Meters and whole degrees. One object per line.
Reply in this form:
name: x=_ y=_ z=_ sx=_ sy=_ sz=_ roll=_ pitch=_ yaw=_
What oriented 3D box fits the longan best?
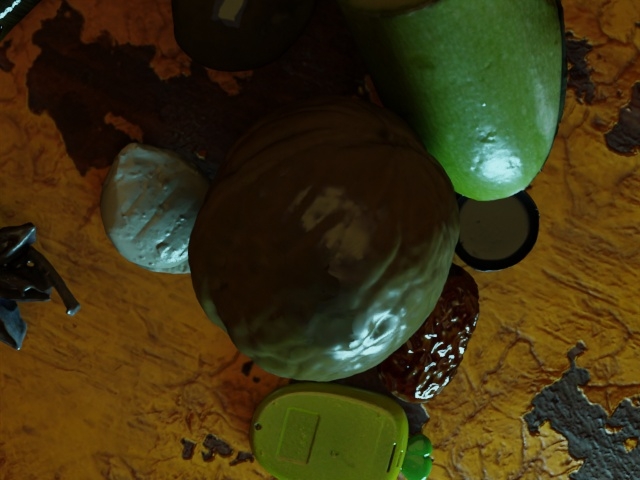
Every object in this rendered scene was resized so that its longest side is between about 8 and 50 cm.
longan: x=-0.089 y=-0.276 z=1.721 sx=0.167 sy=0.167 sz=0.187 roll=31 pitch=56 yaw=-9

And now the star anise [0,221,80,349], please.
star anise: x=-0.401 y=0.036 z=1.814 sx=0.262 sy=0.081 sz=0.230 roll=12 pitch=101 yaw=5

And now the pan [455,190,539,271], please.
pan: x=0.160 y=-0.025 z=1.856 sx=0.212 sy=0.040 sz=0.115 roll=7 pitch=102 yaw=-8

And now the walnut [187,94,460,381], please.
walnut: x=0.000 y=0.000 z=1.702 sx=0.332 sy=0.333 sz=0.333 roll=-1 pitch=102 yaw=-3

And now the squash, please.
squash: x=0.170 y=-0.203 z=1.742 sx=0.309 sy=0.233 sz=0.210 roll=56 pitch=50 yaw=-39

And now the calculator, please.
calculator: x=0.027 y=0.252 z=1.911 sx=0.234 sy=0.032 sz=0.146 roll=12 pitch=101 yaw=-4

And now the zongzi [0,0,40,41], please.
zongzi: x=-0.365 y=-0.339 z=1.717 sx=0.187 sy=0.084 sz=0.184 roll=-41 pitch=119 yaw=4

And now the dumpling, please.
dumpling: x=-0.183 y=-0.038 z=1.805 sx=0.150 sy=0.092 sz=0.177 roll=-8 pitch=103 yaw=-7

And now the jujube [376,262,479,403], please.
jujube: x=0.126 y=0.110 z=1.851 sx=0.112 sy=0.109 sz=0.176 roll=19 pitch=112 yaw=11
